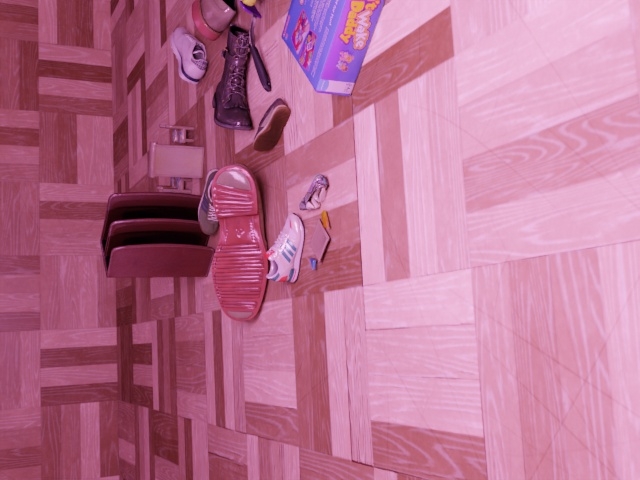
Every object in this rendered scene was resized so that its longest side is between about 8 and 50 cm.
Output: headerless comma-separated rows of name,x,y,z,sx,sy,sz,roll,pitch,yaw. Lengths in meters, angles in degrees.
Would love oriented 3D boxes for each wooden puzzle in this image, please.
wooden puzzle,0.000,0.000,1.591,0.079,0.014,0.116,-108,31,-41

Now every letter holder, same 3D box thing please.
letter holder,-0.466,-0.017,2.209,0.214,0.301,0.152,-66,35,38

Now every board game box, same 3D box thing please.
board game box,0.037,-0.488,1.450,0.233,0.078,0.347,63,143,43

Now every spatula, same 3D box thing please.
spatula,-0.164,-0.502,1.877,0.030,0.084,0.297,-19,78,28

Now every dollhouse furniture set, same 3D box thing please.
dollhouse furniture set,-0.485,-0.260,2.409,0.242,0.161,0.212,19,107,62

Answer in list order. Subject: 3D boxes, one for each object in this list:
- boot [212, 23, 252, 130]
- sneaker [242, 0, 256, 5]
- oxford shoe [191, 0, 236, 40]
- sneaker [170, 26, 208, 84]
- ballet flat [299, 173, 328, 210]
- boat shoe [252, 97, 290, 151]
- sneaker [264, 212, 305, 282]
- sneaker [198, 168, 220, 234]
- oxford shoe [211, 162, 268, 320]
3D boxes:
boot,-0.221,-0.425,1.957,0.263,0.091,0.229,-121,39,-50
sneaker,-0.175,-0.706,1.887,0.123,0.109,0.296,-36,51,29
oxford shoe,-0.285,-0.718,2.109,0.130,0.123,0.348,-29,59,31
sneaker,-0.397,-0.589,2.346,0.095,0.090,0.235,-49,50,36
ballet flat,-0.013,-0.090,1.593,0.114,0.041,0.041,121,141,-47
boat shoe,-0.117,-0.272,1.793,0.152,0.056,0.049,-48,42,40
sneaker,-0.084,0.018,1.688,0.057,0.075,0.161,34,120,59
sneaker,-0.302,-0.103,2.143,0.086,0.064,0.192,-145,63,-65
oxford shoe,-0.189,0.002,1.889,0.146,0.140,0.397,-69,-18,-75
